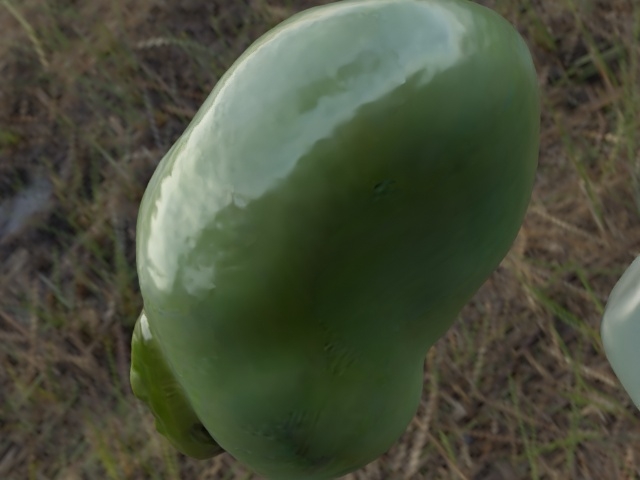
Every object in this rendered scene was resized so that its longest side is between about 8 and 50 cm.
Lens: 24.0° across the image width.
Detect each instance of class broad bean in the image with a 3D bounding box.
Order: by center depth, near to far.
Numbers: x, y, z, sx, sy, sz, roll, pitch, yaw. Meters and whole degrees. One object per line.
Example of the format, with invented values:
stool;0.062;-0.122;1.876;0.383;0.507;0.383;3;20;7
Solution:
broad bean;0.000;0.000;0.595;0.228;0.169;0.100;-57;47;19

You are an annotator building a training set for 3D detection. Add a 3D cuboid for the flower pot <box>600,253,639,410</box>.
flower pot;0.293;0.094;0.647;0.164;0.367;0.254;-55;28;33
